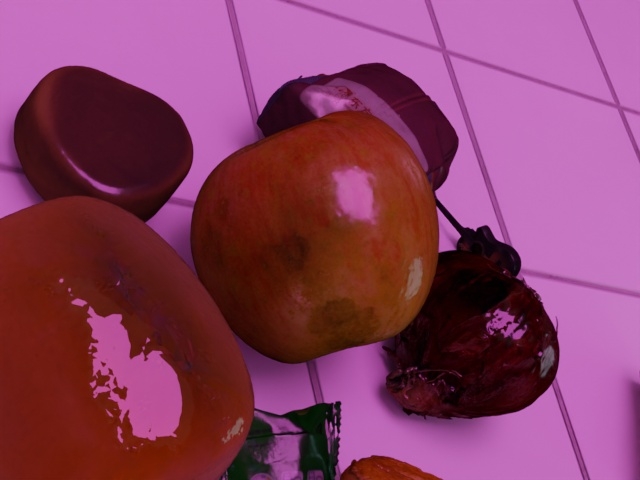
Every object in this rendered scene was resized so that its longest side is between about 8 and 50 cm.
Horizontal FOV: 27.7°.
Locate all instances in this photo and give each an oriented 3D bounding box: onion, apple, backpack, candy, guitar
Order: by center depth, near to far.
[{"bbox_3d":[-0.051,0.269,1.665,0.203,0.078,0.141,4,58,-35],"label":"candy"},{"bbox_3d":[0.000,0.000,1.742,0.339,0.339,0.339,23,45,-25],"label":"apple"},{"bbox_3d":[0.220,0.131,1.918,0.221,0.281,0.281,69,12,-53],"label":"onion"},{"bbox_3d":[0.078,-0.155,2.039,0.283,0.197,0.317,50,35,6],"label":"backpack"},{"bbox_3d":[0.242,-0.014,2.167,0.025,0.088,0.233,-16,59,-46],"label":"guitar"}]

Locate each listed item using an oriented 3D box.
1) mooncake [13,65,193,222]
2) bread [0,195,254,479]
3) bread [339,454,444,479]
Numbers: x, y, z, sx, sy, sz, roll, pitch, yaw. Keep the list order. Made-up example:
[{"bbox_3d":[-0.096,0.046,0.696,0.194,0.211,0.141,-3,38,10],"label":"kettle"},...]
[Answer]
[{"bbox_3d":[-0.292,-0.112,1.738,0.235,0.117,0.235,21,48,-26],"label":"mooncake"},{"bbox_3d":[-0.255,0.140,1.462,0.348,0.253,0.376,-17,71,-51],"label":"bread"},{"bbox_3d":[0.102,0.359,1.622,0.198,0.120,0.236,24,9,13],"label":"bread"}]
